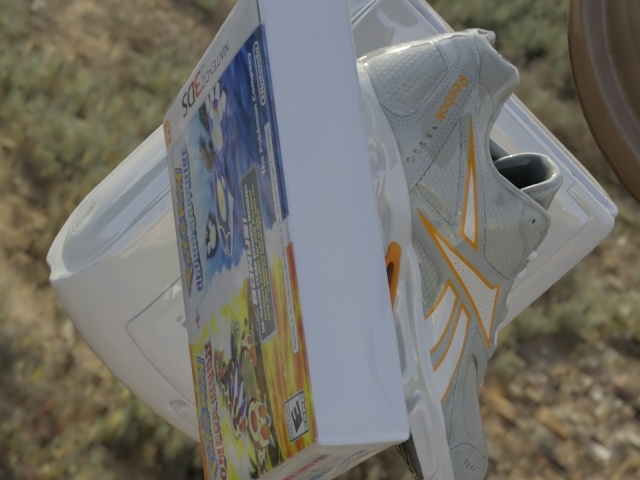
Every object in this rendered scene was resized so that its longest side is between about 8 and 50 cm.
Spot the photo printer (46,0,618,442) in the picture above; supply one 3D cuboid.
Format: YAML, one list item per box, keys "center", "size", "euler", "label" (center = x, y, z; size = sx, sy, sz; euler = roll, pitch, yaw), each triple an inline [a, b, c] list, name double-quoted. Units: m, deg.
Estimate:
- center: [0.000, 0.000, 1.243]
  size: [0.256, 0.307, 0.107]
  euler: [42, 11, -28]
  label: "photo printer"

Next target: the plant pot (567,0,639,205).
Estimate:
- center: [0.225, -0.099, 0.794]
  size: [0.237, 0.237, 0.110]
  euler: [35, -12, 6]
  label: "plant pot"

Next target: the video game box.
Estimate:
- center: [-0.022, 0.008, 0.878]
  size: [0.048, 0.187, 0.205]
  euler: [-3, 74, -16]
  label: "video game box"

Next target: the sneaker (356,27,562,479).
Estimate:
- center: [0.070, 0.016, 0.970]
  size: [0.121, 0.262, 0.099]
  euler: [-20, 34, -9]
  label: "sneaker"
